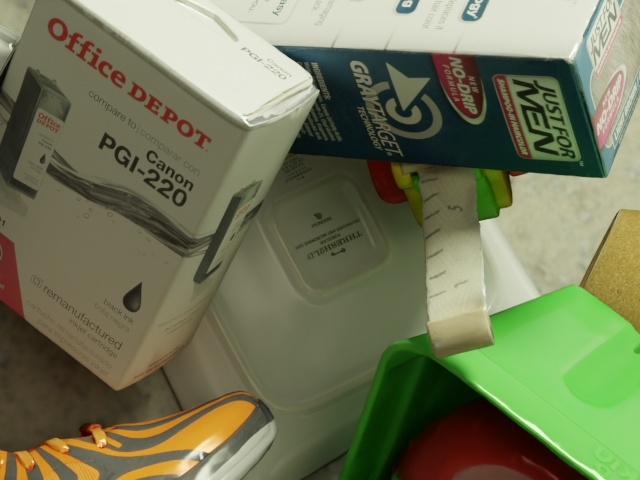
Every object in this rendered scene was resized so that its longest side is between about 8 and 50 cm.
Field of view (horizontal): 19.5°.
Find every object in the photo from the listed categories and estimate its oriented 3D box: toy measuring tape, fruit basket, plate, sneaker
[{"bbox_3d":[0.088,-0.023,1.193,0.121,0.121,0.330,13,41,-14],"label":"toy measuring tape"},{"bbox_3d":[0.137,0.256,1.110,0.392,0.283,0.392,8,46,-9],"label":"fruit basket"},{"bbox_3d":[0.000,0.000,1.282,0.277,0.045,0.278,-26,84,-22],"label":"plate"},{"bbox_3d":[-0.191,0.137,1.138,0.321,0.124,0.180,-29,86,-21],"label":"sneaker"}]

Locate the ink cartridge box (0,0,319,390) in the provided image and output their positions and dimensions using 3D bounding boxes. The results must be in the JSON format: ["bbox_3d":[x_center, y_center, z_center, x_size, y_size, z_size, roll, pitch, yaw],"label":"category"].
[{"bbox_3d":[-0.120,-0.043,1.131,0.158,0.218,0.092,36,31,12],"label":"ink cartridge box"}]

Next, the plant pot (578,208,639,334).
[{"bbox_3d":[0.293,0.086,1.275,0.254,0.237,0.237,26,68,7],"label":"plant pot"}]

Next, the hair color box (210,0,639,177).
[{"bbox_3d":[0.033,-0.144,1.177,0.347,0.105,0.174,6,52,28],"label":"hair color box"}]

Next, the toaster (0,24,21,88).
[{"bbox_3d":[-0.270,-0.072,1.149,0.110,0.168,0.185,29,70,-7],"label":"toaster"}]
